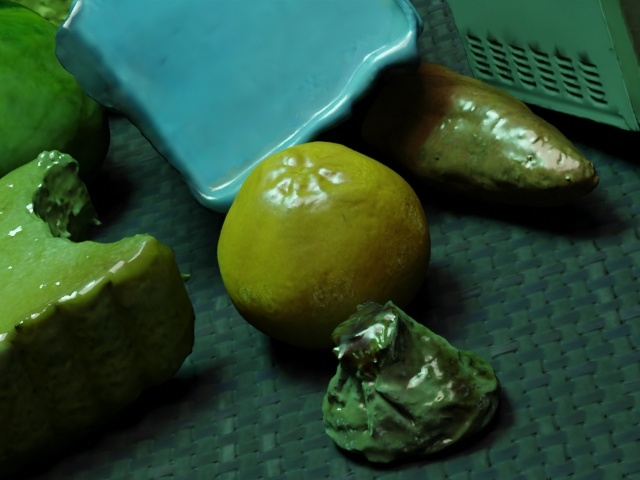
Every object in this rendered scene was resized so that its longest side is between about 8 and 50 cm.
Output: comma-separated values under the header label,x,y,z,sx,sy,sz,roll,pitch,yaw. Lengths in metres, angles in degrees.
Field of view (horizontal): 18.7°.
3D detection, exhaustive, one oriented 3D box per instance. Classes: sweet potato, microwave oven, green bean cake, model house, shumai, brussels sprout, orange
label,x,y,z,sx,sy,sz,roll,pitch,yaw
sweet potato,0.119,-0.077,1.504,0.097,0.097,0.251,-33,32,-21
microwave oven,0.300,-0.254,1.542,0.355,0.218,0.286,-32,24,-20
green bean cake,-0.226,0.057,1.455,0.233,0.124,0.236,-30,33,-15
model house,-0.063,-0.173,1.598,0.237,0.215,0.303,-40,7,4
shumai,0.054,0.084,1.296,0.123,0.087,0.099,-12,31,10
brussels sprout,-0.315,-0.106,1.692,0.219,0.210,0.271,-27,17,-22
orange,0.000,0.000,1.405,0.159,0.136,0.159,-9,40,8

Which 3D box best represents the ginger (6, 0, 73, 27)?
label,x,y,z,sx,sy,sz,roll,pitch,yaw
ginger,-0.241,-0.264,1.812,0.275,0.130,0.221,3,24,-2
